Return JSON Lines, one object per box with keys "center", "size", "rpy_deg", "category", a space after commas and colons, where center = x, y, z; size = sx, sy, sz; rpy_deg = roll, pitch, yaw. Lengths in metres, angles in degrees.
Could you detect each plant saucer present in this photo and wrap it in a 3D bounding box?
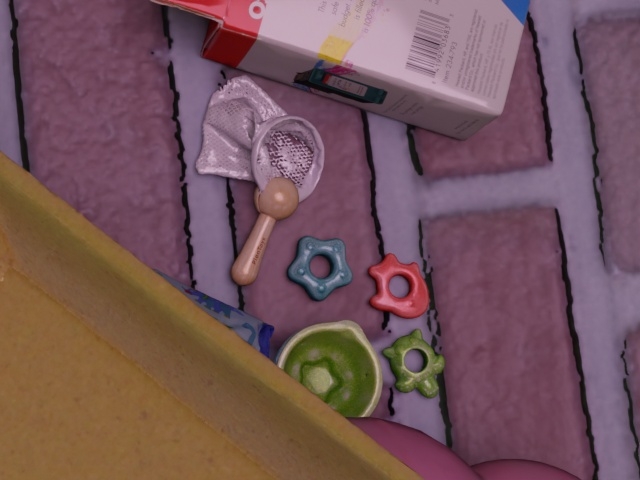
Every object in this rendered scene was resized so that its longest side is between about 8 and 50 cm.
{"center": [-0.151, 0.169, 0.746], "size": [0.332, 0.081, 0.333], "rpy_deg": [36, 87, 20], "category": "plant saucer"}

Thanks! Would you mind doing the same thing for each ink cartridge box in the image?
{"center": [0.012, -0.164, 0.960], "size": [0.231, 0.078, 0.134], "rpy_deg": [17, 78, -10], "category": "ink cartridge box"}

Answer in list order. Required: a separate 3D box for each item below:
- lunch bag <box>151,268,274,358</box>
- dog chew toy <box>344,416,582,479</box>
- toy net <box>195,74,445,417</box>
{"center": [-0.114, 0.095, 0.889], "size": [0.128, 0.096, 0.151], "rpy_deg": [26, 106, -8], "category": "lunch bag"}
{"center": [0.091, 0.213, 0.873], "size": [0.331, 0.206, 0.207], "rpy_deg": [9, 80, -21], "category": "dog chew toy"}
{"center": [0.000, 0.000, 0.952], "size": [0.122, 0.045, 0.232], "rpy_deg": [-18, 86, -15], "category": "toy net"}
